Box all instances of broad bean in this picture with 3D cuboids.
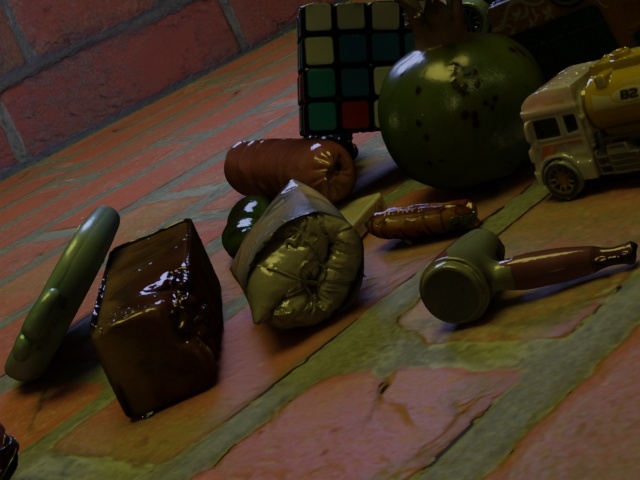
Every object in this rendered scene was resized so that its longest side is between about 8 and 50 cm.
[{"bbox_3d":[-0.081,-0.011,1.362,0.065,0.046,0.254,-38,12,5],"label":"broad bean"}]

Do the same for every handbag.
[{"bbox_3d":[-0.020,0.018,1.078,0.117,0.095,0.173,-56,13,5],"label":"handbag"}]

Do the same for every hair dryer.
[{"bbox_3d":[0.161,0.020,0.909,0.154,0.054,0.106,-4,17,27],"label":"hair dryer"}]

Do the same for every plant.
[{"bbox_3d":[0.013,-0.129,1.571,0.087,0.085,0.174,-26,21,11],"label":"plant"}]

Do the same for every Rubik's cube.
[{"bbox_3d":[0.051,-0.201,1.429,0.154,0.151,0.155,-2,4,-4],"label":"Rubik's cube"}]

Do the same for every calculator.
[{"bbox_3d":[-0.264,0.053,1.252,0.184,0.042,0.295,-60,8,12],"label":"calculator"}]

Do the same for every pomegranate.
[{"bbox_3d":[0.137,-0.162,1.223,0.181,0.224,0.181,-13,17,4],"label":"pomegranate"}]

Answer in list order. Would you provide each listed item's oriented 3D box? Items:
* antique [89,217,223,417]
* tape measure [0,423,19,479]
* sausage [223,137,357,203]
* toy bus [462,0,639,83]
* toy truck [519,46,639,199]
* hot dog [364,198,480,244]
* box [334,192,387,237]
[{"bbox_3d":[-0.148,0.063,1.128,0.093,0.087,0.310,-22,14,0],"label":"antique"},{"bbox_3d":[-0.299,0.186,0.939,0.125,0.074,0.118,-16,15,20],"label":"tape measure"},{"bbox_3d":[-0.044,-0.085,1.480,0.088,0.088,0.433,-27,13,-14],"label":"sausage"},{"bbox_3d":[0.286,-0.248,1.415,0.275,0.167,0.138,-18,14,38],"label":"toy bus"},{"bbox_3d":[0.282,-0.115,1.039,0.227,0.114,0.098,-8,21,46],"label":"toy truck"},{"bbox_3d":[0.097,-0.017,1.142,0.122,0.037,0.049,-3,12,40],"label":"hot dog"},{"bbox_3d":[0.000,0.000,1.245,0.090,0.024,0.167,-15,17,29],"label":"box"}]
